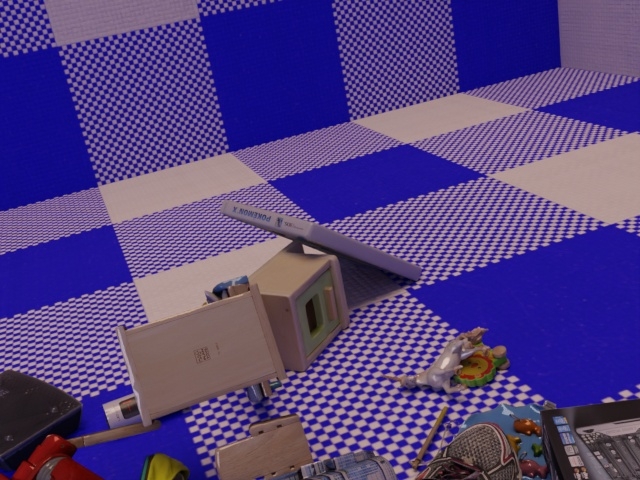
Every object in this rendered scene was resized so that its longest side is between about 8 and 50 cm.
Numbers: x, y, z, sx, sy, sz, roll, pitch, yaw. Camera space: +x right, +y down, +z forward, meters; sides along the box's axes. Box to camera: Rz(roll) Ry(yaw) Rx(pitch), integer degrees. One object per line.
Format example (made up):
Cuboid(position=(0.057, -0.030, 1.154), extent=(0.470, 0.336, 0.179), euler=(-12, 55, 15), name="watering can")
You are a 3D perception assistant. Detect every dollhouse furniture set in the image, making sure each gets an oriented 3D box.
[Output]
Cuboid(position=(-0.162, 0.217, 1.149), extent=(0.198, 0.286, 0.303), euler=(-17, -6, -10), name="dollhouse furniture set")

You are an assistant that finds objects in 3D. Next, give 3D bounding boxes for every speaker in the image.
Cuboid(position=(-0.288, 0.273, 1.253), extent=(0.136, 0.055, 0.055), euler=(-18, 23, -19), name="speaker")

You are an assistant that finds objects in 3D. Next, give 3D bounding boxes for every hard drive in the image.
Cuboid(position=(-0.532, 0.303, 1.289), extent=(0.254, 0.054, 0.172), euler=(9, 29, 40), name="hard drive")

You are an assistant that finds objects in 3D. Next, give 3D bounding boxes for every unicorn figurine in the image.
Cuboid(position=(0.195, 0.199, 1.193), extent=(0.162, 0.060, 0.111), euler=(-30, 10, -29), name="unicorn figurine")

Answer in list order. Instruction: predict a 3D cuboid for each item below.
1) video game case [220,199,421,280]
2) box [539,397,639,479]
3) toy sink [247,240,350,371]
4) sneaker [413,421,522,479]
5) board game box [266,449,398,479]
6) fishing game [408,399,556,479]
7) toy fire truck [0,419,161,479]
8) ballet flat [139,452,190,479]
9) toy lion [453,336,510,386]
Cuboid(position=(0.000, 0.000, 1.575), extent=(0.329, 0.036, 0.300), euler=(22, -4, -41), name="video game case")
Cuboid(position=(0.393, 0.296, 0.810), extent=(0.242, 0.076, 0.307), euler=(-8, 28, 6), name="box")
Cuboid(position=(-0.034, 0.113, 1.405), extent=(0.131, 0.153, 0.234), euler=(2, 24, 29), name="toy sink")
Cuboid(position=(0.146, 0.307, 0.874), extent=(0.121, 0.112, 0.299), euler=(6, 29, 35), name="sneaker")
Cuboid(position=(0.009, 0.302, 0.930), extent=(0.194, 0.060, 0.194), euler=(-11, -21, -25), name="board game box")
Cuboid(position=(0.268, 0.271, 1.022), extent=(0.264, 0.041, 0.189), euler=(5, 29, 33), name="fishing game")
Cuboid(position=(-0.307, 0.309, 0.958), extent=(0.217, 0.158, 0.246), euler=(-2, 51, 50), name="toy fire truck")
Cuboid(position=(-0.217, 0.362, 0.986), extent=(0.077, 0.077, 0.231), euler=(19, 21, -5), name="ballet flat")
Cuboid(position=(0.249, 0.198, 1.229), extent=(0.096, 0.034, 0.100), euler=(-27, 25, -19), name="toy lion")
